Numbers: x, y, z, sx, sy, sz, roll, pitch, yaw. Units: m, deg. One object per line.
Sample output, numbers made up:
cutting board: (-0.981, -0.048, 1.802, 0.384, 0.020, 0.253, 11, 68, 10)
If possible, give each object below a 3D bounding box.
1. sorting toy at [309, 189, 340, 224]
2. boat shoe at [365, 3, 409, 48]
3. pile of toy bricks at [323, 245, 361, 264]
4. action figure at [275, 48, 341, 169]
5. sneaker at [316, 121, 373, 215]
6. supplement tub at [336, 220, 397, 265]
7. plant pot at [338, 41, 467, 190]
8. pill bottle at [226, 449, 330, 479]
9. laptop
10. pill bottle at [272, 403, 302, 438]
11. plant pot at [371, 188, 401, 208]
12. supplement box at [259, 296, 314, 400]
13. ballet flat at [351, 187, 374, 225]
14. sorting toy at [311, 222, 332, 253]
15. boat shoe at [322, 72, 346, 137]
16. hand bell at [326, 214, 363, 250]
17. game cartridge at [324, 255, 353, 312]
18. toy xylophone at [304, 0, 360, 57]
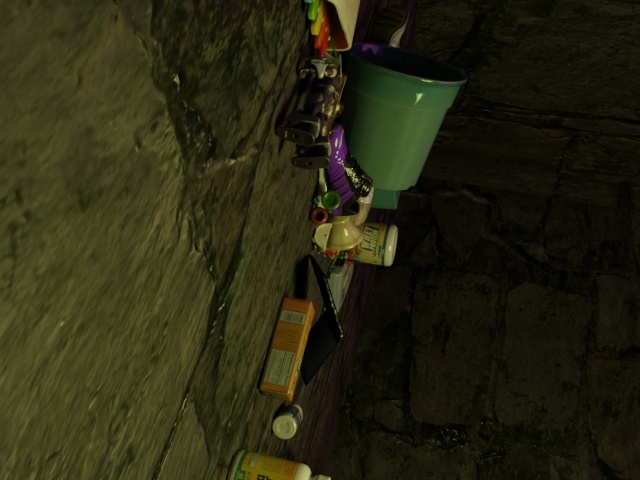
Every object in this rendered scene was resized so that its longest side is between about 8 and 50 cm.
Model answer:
sorting toy: (0.006, -0.089, 1.763, 0.102, 0.061, 0.042, -52, -177, -2)
boat shoe: (0.203, -0.646, 2.173, 0.103, 0.113, 0.302, 87, 27, -58)
pile of toy bricks: (0.079, 0.003, 2.069, 0.212, 0.118, 0.105, -30, 137, -78)
action figure: (-0.010, -0.280, 1.387, 0.185, 0.099, 0.284, 80, 18, -45)
sneaker: (0.070, -0.181, 1.768, 0.293, 0.146, 0.102, 92, 14, -44)
supplement tub: (0.152, 0.004, 2.253, 0.144, 0.200, 0.144, 8, 90, -79)
plant pot: (0.190, -0.340, 1.862, 0.341, 0.342, 0.333, -60, 167, -62)
pill bottle: (-0.089, 0.528, 1.431, 0.117, 0.209, 0.117, 11, 90, -80)
laptop: (-0.030, 0.202, 1.765, 0.234, 0.137, 0.264, -129, -159, -74)
pill bottle: (-0.086, 0.488, 1.819, 0.120, 0.067, 0.067, -27, 127, -78)
plant pot: (0.205, -0.259, 2.419, 0.165, 0.166, 0.234, -70, 160, -45)
supplement box: (-0.078, 0.258, 1.592, 0.078, 0.080, 0.233, 79, 25, -63)
ballet flat: (0.134, -0.186, 2.176, 0.348, 0.123, 0.123, -73, 169, -50)
sorting toy: (0.000, 0.000, 1.880, 0.075, 0.045, 0.083, 97, 7, -62)
boat shoe: (0.025, -0.322, 1.614, 0.064, 0.060, 0.177, -43, 143, -74)
hand bell: (0.047, -0.103, 1.927, 0.126, 0.126, 0.241, -68, 153, -49)
game cartridge: (0.073, 0.120, 2.378, 0.294, 0.060, 0.195, -65, 166, -56)
toy xylophone: (0.029, -0.522, 1.371, 0.322, 0.081, 0.236, 61, 41, -75)
